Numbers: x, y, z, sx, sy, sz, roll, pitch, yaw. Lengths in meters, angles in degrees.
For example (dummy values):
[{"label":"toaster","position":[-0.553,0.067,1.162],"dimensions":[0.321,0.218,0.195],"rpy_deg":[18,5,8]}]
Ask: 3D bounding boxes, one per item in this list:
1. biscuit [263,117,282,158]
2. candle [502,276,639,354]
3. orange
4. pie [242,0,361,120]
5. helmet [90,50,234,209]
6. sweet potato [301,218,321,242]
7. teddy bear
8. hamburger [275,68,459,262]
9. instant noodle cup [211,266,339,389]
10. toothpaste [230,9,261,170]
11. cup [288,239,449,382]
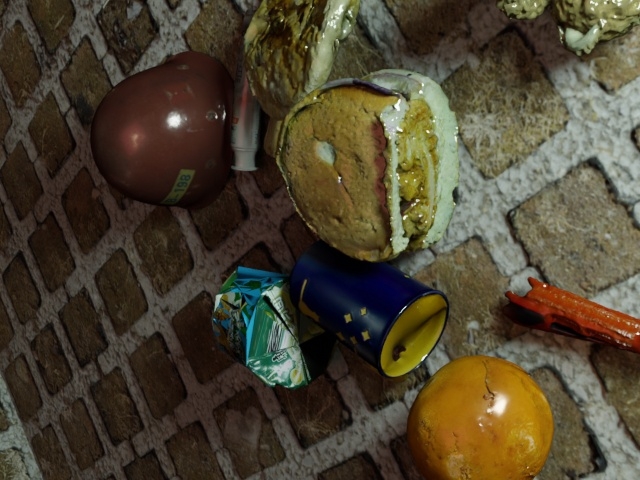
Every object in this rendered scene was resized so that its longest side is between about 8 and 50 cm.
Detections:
[{"label":"biscuit","position":[-0.070,-0.253,1.666],"dimensions":[0.056,0.052,0.188],"rpy_deg":[49,131,46]},{"label":"candle","position":[0.412,0.128,1.286],"dimensions":[0.302,0.059,0.084],"rpy_deg":[20,125,42]},{"label":"orange","position":[0.256,0.303,1.358],"dimensions":[0.240,0.240,0.239],"rpy_deg":[12,108,42]},{"label":"pie","position":[-0.038,-0.382,1.514],"dimensions":[0.339,0.077,0.339],"rpy_deg":[-25,59,52]},{"label":"helmet","position":[-0.374,-0.232,1.845],"dimensions":[0.385,0.230,0.337],"rpy_deg":[-42,70,43]},{"label":"sweet potato","position":[0.003,0.000,1.667],"dimensions":[0.153,0.038,0.041],"rpy_deg":[64,156,0]},{"label":"teddy bear","position":[0.350,-0.379,1.158],"dimensions":[0.267,0.156,0.256],"rpy_deg":[-45,61,9]},{"label":"hamburger","position":[0.074,-0.132,1.437],"dimensions":[0.277,0.195,0.317],"rpy_deg":[15,115,36]},{"label":"instant noodle cup","position":[-0.100,0.169,1.688],"dimensions":[0.178,0.240,0.240],"rpy_deg":[11,107,50]},{"label":"toothpaste","position":[-0.148,-0.306,1.720],"dimensions":[0.100,0.066,0.323],"rpy_deg":[-138,50,-67]},{"label":"cup","position":[0.070,0.149,1.540],"dimensions":[0.256,0.178,0.254],"rpy_deg":[31,119,38]}]
